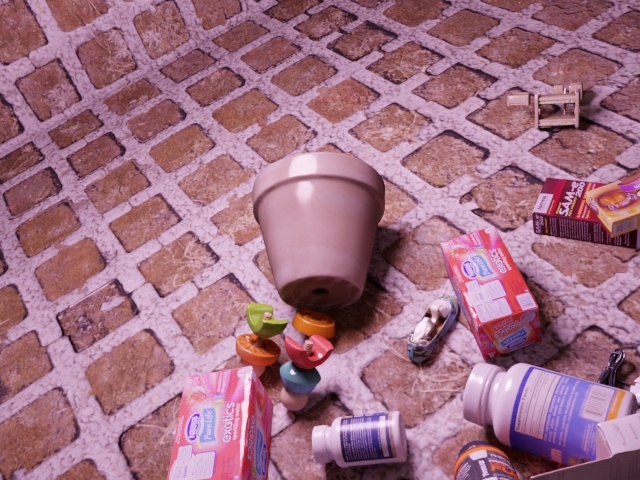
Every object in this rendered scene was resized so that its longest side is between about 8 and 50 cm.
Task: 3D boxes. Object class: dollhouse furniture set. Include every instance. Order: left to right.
[{"bbox_3d":[0.618,-0.365,1.910,0.181,0.101,0.161,3,22,24],"label":"dollhouse furniture set"}]

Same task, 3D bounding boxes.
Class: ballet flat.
[{"bbox_3d":[0.241,0.175,1.492,0.070,0.070,0.188,12,51,31],"label":"ballet flat"}]

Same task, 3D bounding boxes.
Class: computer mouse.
[{"bbox_3d":[0.604,0.270,1.264,0.193,0.042,0.106,22,56,37],"label":"computer mouse"}]

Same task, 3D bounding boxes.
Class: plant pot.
[{"bbox_3d":[0.000,0.000,1.623,0.323,0.323,0.281,-10,59,12],"label":"plant pot"}]

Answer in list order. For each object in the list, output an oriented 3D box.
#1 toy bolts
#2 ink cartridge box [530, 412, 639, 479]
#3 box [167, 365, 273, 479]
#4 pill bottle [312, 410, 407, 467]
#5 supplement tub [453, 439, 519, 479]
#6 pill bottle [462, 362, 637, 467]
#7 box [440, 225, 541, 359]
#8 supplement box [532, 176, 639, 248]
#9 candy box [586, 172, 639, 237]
[{"bbox_3d":[-0.057,0.258,1.511,0.218,0.159,0.228,6,18,-32],"label":"toy bolts"},{"bbox_3d":[0.432,0.368,1.056,0.238,0.275,0.060,-15,43,5],"label":"ink cartridge box"},{"bbox_3d":[-0.191,0.414,1.354,0.154,0.142,0.300,-11,42,10],"label":"box"},{"bbox_3d":[0.074,0.379,1.322,0.169,0.094,0.094,-9,43,12],"label":"pill bottle"},{"bbox_3d":[0.280,0.411,1.160,0.106,0.106,0.198,-17,13,4],"label":"supplement tub"},{"bbox_3d":[0.398,0.305,1.229,0.271,0.152,0.152,11,51,31],"label":"pill bottle"},{"bbox_3d":[0.356,0.106,1.473,0.128,0.123,0.257,-18,42,3],"label":"box"},{"bbox_3d":[0.619,-0.066,1.586,0.239,0.073,0.130,9,50,30],"label":"supplement box"},{"bbox_3d":[0.681,-0.085,1.489,0.186,0.053,0.109,-20,44,1],"label":"candy box"}]
